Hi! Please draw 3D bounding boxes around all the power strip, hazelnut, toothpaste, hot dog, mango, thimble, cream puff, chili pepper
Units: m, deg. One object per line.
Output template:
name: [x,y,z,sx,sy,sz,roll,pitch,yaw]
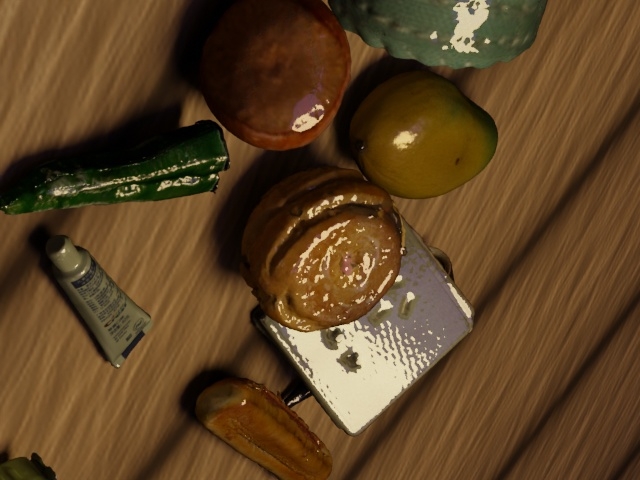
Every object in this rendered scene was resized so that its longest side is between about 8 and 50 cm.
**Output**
power strip: [0.044,0.083,1.853,0.213,0.064,0.198,-42,109,-16]
hazelnut: [-0.035,-0.155,1.516,0.150,0.150,0.150,-32,140,-31]
toothpaste: [-0.211,0.055,1.564,0.062,0.037,0.216,-47,150,-12]
hot dog: [-0.061,0.218,1.863,0.088,0.061,0.286,-26,148,4]
mango: [0.113,-0.105,1.781,0.137,0.091,0.237,-52,147,6]
thimble: [0.112,-0.260,1.550,0.235,0.198,0.143,-6,124,-37]
cream puff: [0.000,0.000,1.696,0.189,0.129,0.189,-22,132,-27]
chili pepper: [-0.192,-0.053,1.481,0.227,0.059,0.088,-16,154,-36]

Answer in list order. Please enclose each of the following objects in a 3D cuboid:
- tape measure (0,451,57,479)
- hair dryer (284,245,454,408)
tape measure: [-0.338,0.301,1.574,0.177,0.087,0.154,-21,140,-36]
hair dryer: [0.059,0.124,1.948,0.255,0.070,0.128,-37,144,-13]
